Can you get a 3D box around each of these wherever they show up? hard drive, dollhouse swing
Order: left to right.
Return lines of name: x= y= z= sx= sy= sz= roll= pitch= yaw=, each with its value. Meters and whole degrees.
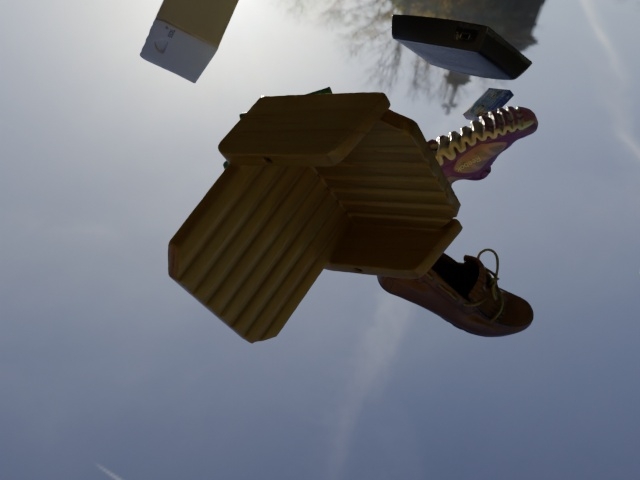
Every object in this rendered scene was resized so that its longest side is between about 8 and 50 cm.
dollhouse swing: x=0.000 y=0.000 z=1.142 sx=0.315 sy=0.347 sz=0.304 roll=6 pitch=-120 yaw=34
hard drive: x=0.263 y=-0.374 z=1.421 sx=0.172 sy=0.054 sz=0.255 roll=20 pitch=-175 yaw=-41

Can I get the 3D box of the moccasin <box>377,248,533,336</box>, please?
moccasin: x=0.301 y=0.091 z=1.525 sx=0.380 sy=0.147 sz=0.139 roll=28 pitch=-143 yaw=-19

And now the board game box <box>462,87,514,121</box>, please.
board game box: x=0.380 y=-0.307 z=1.662 sx=0.020 sy=0.090 sz=0.090 roll=46 pitch=176 yaw=-23

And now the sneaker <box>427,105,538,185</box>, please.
sneaker: x=0.306 y=-0.170 z=1.397 sx=0.237 sy=0.104 sz=0.095 roll=-23 pitch=-155 yaw=25

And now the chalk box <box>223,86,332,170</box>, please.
chalk box: x=-0.080 y=-0.200 z=1.701 sx=0.289 sy=0.180 sz=0.179 roll=-15 pitch=-131 yaw=1

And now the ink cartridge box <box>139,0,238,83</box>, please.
ink cartridge box: x=-0.288 y=-0.633 z=1.845 sx=0.166 sy=0.285 sz=0.394 roll=25 pitch=-104 yaw=-16
